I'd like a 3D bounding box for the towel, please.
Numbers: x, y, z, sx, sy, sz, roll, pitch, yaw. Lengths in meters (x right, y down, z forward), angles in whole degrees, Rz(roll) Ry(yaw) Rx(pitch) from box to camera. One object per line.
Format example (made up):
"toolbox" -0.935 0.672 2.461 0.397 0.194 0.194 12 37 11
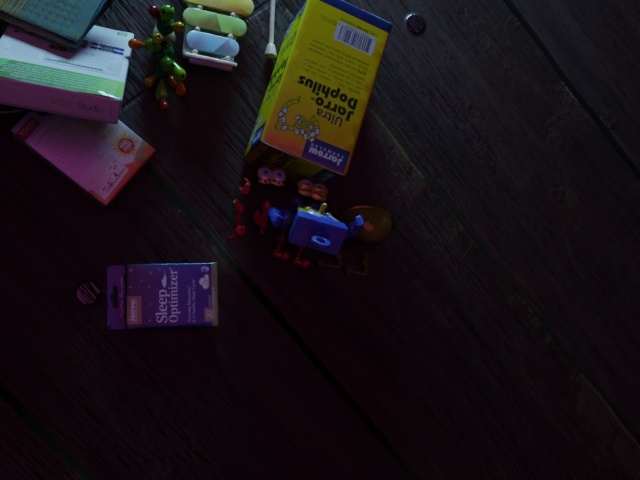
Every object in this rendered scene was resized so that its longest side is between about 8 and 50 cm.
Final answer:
"towel" -0.567 -0.533 1.302 0.370 0.040 0.271 23 66 4

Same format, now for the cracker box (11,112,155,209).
"cracker box" -0.477 -0.195 1.362 0.232 0.067 0.156 41 73 -10

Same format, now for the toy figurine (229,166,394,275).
"toy figurine" 0.000 0.000 1.384 0.362 0.217 0.191 18 104 -18

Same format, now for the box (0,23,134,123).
"box" -0.484 -0.336 1.271 0.232 0.322 0.058 9 124 -16

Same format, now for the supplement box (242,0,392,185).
"supplement box" -0.010 -0.318 1.457 0.195 0.194 0.357 20 78 -15

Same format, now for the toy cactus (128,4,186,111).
"toy cactus" -0.334 -0.397 1.395 0.112 0.219 0.180 -7 46 -9

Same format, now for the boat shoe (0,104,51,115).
"boat shoe" -0.534 -0.278 1.282 0.219 0.078 0.070 -10 130 -34

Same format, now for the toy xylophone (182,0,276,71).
"toy xylophone" -0.201 -0.522 1.478 0.236 0.081 0.323 -1 85 -18

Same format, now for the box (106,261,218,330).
"box" -0.327 0.116 1.394 0.225 0.036 0.136 -1 84 -17
